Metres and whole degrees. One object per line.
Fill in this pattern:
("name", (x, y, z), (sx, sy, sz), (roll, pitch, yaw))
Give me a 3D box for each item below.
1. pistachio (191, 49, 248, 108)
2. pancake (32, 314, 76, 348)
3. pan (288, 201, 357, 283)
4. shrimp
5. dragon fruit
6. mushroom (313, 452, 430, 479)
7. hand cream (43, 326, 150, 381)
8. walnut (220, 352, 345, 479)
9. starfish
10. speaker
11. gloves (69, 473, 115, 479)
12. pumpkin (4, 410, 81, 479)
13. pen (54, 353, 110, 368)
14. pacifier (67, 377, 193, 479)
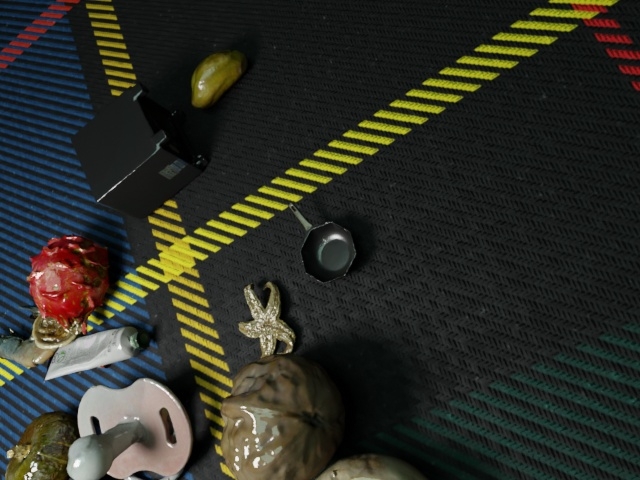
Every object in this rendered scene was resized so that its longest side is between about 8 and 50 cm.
("pistachio", (-0.275, -0.423, 1.410), (0.189, 0.110, 0.100), (-39, 96, 14))
("pancake", (-0.716, 0.235, 1.490), (0.140, 0.022, 0.139), (2, 49, -2))
("pan", (0.014, -0.006, 1.202), (0.128, 0.048, 0.201), (-20, 72, 21))
("shrimp", (-0.838, 0.257, 1.552), (0.289, 0.075, 0.178), (2, 59, 35))
("dragon fruit", (-0.659, 0.117, 1.438), (0.205, 0.210, 0.268), (-16, 77, 41))
("mushroom", (0.076, 0.517, 0.918), (0.293, 0.290, 0.292), (-2, 84, 23))
("hand cream", (-0.589, 0.286, 1.423), (0.336, 0.076, 0.121), (-16, 43, 22))
("walnut", (-0.077, 0.349, 1.064), (0.273, 0.227, 0.273), (10, 102, 55))
("starfish", (-0.127, 0.195, 1.228), (0.150, 0.053, 0.209), (-3, 79, 31))
("speaker", (-0.467, -0.230, 1.421), (0.254, 0.184, 0.232), (-36, 66, 12))
("gloves", (-0.569, 0.649, 1.324), (0.180, 0.129, 0.106), (-58, 38, 15))
("pumpkin", (-0.695, 0.537, 1.356), (0.219, 0.162, 0.219), (-29, 44, 33))
("pen", (-0.663, 0.322, 1.485), (0.239, 0.028, 0.028), (0, 79, 26))
("pacifier", (-0.442, 0.442, 1.245), (0.332, 0.273, 0.220), (-13, 57, 23))
